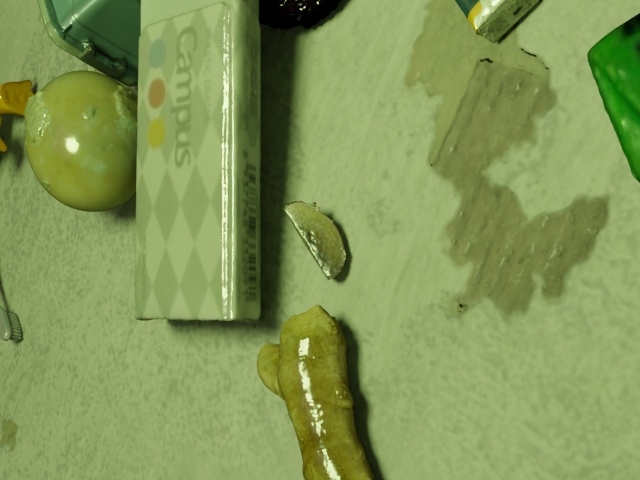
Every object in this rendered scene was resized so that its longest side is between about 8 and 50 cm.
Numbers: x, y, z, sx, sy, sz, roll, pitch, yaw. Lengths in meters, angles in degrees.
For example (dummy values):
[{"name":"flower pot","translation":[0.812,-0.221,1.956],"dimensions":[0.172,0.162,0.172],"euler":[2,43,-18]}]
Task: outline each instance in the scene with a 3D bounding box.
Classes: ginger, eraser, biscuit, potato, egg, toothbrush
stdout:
[{"name":"ginger","translation":[0.015,0.197,0.977],"dimensions":[0.118,0.065,0.299],"euler":[-54,46,37]},{"name":"eraser","translation":[-0.137,-0.107,1.157],"dimensions":[0.213,0.082,0.397],"euler":[-4,84,45]},{"name":"biscuit","translation":[-0.022,-0.328,1.161],"dimensions":[0.194,0.053,0.195],"euler":[-12,72,41]},{"name":"potato","translation":[0.000,-0.001,1.071],"dimensions":[0.037,0.036,0.093],"euler":[-31,73,-7]},{"name":"egg","translation":[-0.288,-0.127,1.295],"dimensions":[0.164,0.164,0.201],"euler":[-47,47,25]},{"name":"toothbrush","translation":[-0.501,0.019,1.557],"dimensions":[0.024,0.029,0.354],"euler":[-48,49,21]}]

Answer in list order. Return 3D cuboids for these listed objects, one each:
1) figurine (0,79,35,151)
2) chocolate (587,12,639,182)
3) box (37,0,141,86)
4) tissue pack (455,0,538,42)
[{"name":"figurine","translation":[-0.601,-0.174,1.599],"dimensions":[0.343,0.215,0.187],"euler":[-4,115,32]},{"name":"chocolate","translation":[0.386,-0.048,0.616],"dimensions":[0.360,0.161,0.341],"euler":[-29,61,37]},{"name":"box","translation":[-0.288,-0.326,1.350],"dimensions":[0.130,0.162,0.227],"euler":[-35,56,21]},{"name":"tissue pack","translation":[0.157,-0.237,0.970],"dimensions":[0.062,0.042,0.083],"euler":[-45,52,30]}]
